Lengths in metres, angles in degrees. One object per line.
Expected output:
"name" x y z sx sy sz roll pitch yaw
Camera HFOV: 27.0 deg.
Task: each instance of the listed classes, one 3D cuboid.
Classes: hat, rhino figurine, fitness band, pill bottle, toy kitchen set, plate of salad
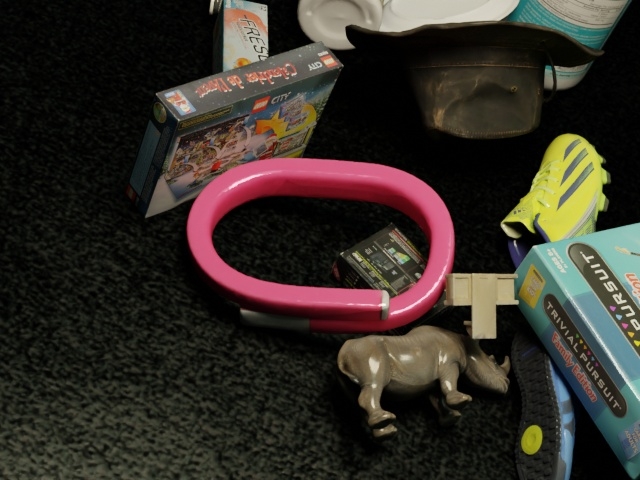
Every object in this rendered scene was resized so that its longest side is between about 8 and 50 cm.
"hat" 0.182 -0.185 1.640 0.331 0.331 0.134 4 92 -20
"rhino figurine" 0.116 0.137 1.401 0.243 0.073 0.106 -6 57 -39
"fitness band" 0.000 0.000 1.442 0.290 0.054 0.209 4 53 2
"pill bottle" 0.340 -0.336 1.776 0.146 0.264 0.146 12 47 -14
"pill bottle" 0.031 -0.350 1.761 0.112 0.112 0.187 15 48 -10
"toy kitchen set" 0.158 0.071 1.430 0.083 0.075 0.068 2 86 -28
"plate of salad" 0.166 -0.303 1.777 0.199 0.048 0.200 -8 31 5

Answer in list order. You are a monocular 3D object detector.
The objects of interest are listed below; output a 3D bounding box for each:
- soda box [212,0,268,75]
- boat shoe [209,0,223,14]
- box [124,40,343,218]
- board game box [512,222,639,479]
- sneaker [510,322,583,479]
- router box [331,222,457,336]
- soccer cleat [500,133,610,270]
"soda box" -0.098 -0.212 1.619 0.058 0.063 0.183 9 48 -15
"boat shoe" -0.114 -0.328 1.728 0.038 0.046 0.125 19 38 0
"box" -0.095 -0.124 1.478 0.233 0.159 0.044 -23 63 -37
"board game box" 0.407 0.095 1.448 0.336 0.079 0.254 -11 56 -32
"sneaker" 0.254 0.186 1.422 0.082 0.069 0.209 26 49 -30
"router box" 0.086 0.048 1.489 0.092 0.038 0.122 -29 67 -37
"soccer cleat" 0.278 -0.034 1.607 0.121 0.093 0.289 16 47 -7
